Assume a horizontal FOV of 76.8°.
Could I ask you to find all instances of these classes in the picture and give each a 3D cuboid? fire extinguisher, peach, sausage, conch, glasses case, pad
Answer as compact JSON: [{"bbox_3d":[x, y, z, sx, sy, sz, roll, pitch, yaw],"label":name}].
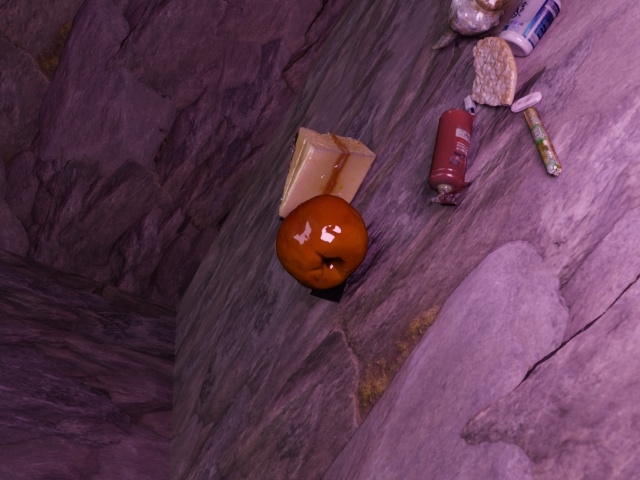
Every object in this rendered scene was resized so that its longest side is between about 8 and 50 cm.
[{"bbox_3d":[0.394,-0.236,1.194,0.147,0.106,0.337,145,143,-63],"label":"fire extinguisher"},{"bbox_3d":[0.000,0.000,1.466,0.343,0.342,0.302,-50,43,26],"label":"peach"},{"bbox_3d":[0.554,-0.255,1.011,0.033,0.032,0.269,-38,36,41],"label":"sausage"},{"bbox_3d":[0.519,-0.812,1.427,0.203,0.170,0.386,-42,25,-14],"label":"conch"},{"bbox_3d":[0.566,-0.380,1.112,0.083,0.021,0.032,-16,56,56],"label":"glasses case"},{"bbox_3d":[0.039,0.156,1.610,0.243,0.004,0.164,1,68,61],"label":"pad"}]

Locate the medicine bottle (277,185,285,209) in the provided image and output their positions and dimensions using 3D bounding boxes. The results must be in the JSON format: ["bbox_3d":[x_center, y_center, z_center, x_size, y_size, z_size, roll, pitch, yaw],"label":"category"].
[{"bbox_3d":[-0.081,-0.239,2.042,0.375,0.122,0.283,13,79,64],"label":"medicine bottle"}]

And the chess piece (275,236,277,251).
[{"bbox_3d":[-0.066,0.026,1.761,0.299,0.167,0.167,5,72,58],"label":"chess piece"}]

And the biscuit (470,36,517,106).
[{"bbox_3d":[0.513,-0.494,1.212,0.188,0.040,0.266,111,152,-62],"label":"biscuit"}]

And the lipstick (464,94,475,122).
[{"bbox_3d":[0.482,-0.416,1.293,0.025,0.025,0.107,-31,46,47],"label":"lipstick"}]

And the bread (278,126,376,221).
[{"bbox_3d":[0.005,-0.267,1.714,0.405,0.345,0.242,-65,33,15],"label":"bread"}]

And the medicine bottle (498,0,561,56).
[{"bbox_3d":[0.613,-0.643,1.163,0.192,0.107,0.107,-57,27,14],"label":"medicine bottle"}]
